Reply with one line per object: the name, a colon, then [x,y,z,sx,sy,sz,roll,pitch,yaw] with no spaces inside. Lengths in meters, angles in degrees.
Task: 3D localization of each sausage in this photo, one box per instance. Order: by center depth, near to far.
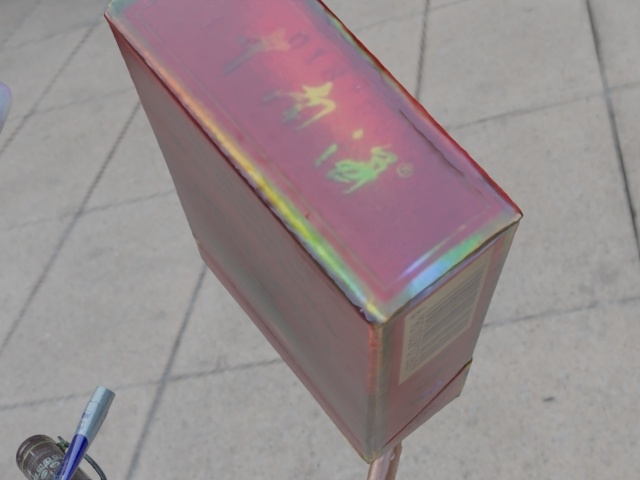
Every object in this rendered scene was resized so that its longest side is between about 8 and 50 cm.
sausage: [0.071,0.300,1.303,0.043,0.043,0.186,0,67,31]

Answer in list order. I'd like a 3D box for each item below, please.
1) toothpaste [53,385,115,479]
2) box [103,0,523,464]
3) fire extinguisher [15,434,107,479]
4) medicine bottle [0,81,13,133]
toothpaste: [-0.158,0.135,0.692,0.024,0.015,0.083,-19,42,57]
box: [-0.001,-0.001,0.595,0.089,0.313,0.197,-37,72,-13]
fire extinguisher: [-0.234,0.222,0.970,0.064,0.043,0.158,-40,29,-20]
medicine bottle: [-0.442,-0.137,1.024,0.152,0.255,0.152,-49,25,32]
